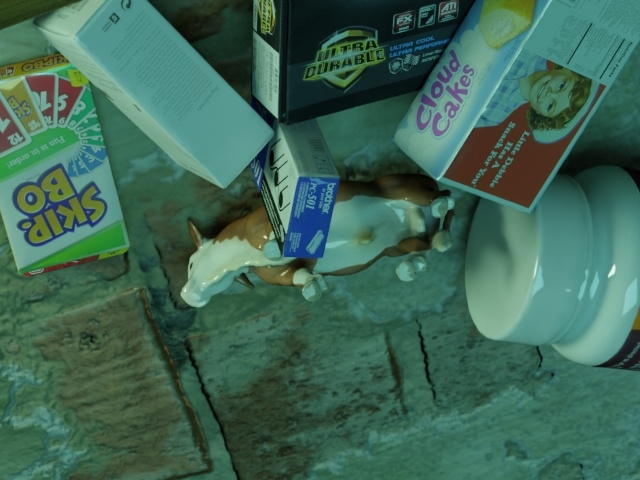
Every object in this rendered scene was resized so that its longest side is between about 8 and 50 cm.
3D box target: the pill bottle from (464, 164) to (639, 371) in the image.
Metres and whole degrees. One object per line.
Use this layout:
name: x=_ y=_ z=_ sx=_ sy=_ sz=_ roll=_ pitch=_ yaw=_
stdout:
pill bottle: x=0.374 y=0.036 z=2.169 sx=0.392 sy=0.224 sz=0.224 roll=7 pitch=123 yaw=-20

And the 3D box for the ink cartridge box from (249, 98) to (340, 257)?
ink cartridge box: x=-0.031 y=-0.079 z=1.991 sx=0.046 sy=0.207 sz=0.097 roll=2 pitch=124 yaw=-16

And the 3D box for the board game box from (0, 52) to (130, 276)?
board game box: x=-0.279 y=-0.070 z=2.044 sx=0.124 sy=0.039 sz=0.259 roll=-14 pitch=129 yaw=-5

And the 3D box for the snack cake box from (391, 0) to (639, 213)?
snack cake box: x=0.209 y=-0.171 z=1.980 sx=0.152 sy=0.089 sz=0.264 roll=17 pitch=110 yaw=-45

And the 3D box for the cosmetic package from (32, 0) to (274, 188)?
cosmetic package: x=-0.164 y=-0.159 z=1.940 sx=0.085 sy=0.117 sz=0.231 roll=-49 pitch=121 yaw=-9

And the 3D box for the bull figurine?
bull figurine: x=0.000 y=0.000 z=2.088 sx=0.310 sy=0.188 sz=0.101 roll=-19 pitch=108 yaw=-9

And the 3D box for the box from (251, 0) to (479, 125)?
box: x=0.076 y=-0.281 z=1.915 sx=0.295 sy=0.073 sz=0.293 roll=-16 pitch=130 yaw=-26

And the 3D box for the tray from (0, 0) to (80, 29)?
tray: x=-0.209 y=-0.321 z=1.748 sx=0.411 sy=0.076 sz=0.203 roll=-24 pitch=132 yaw=-30
